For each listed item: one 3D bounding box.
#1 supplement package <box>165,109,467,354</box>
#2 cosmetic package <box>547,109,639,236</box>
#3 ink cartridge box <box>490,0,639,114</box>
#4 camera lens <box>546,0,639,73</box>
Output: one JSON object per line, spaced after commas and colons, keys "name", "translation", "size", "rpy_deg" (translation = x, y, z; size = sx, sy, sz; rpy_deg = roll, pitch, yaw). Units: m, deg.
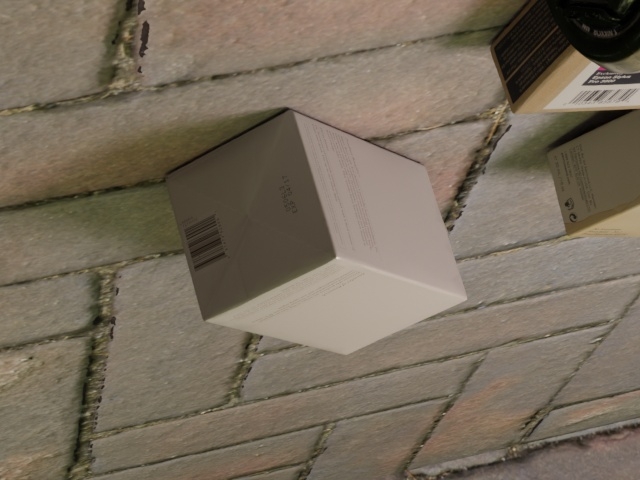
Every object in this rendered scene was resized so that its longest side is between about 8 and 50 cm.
{"name": "supplement package", "translation": [0.000, 0.000, 2.084], "size": [0.175, 0.177, 0.293], "rpy_deg": [-27, 157, 25]}
{"name": "cosmetic package", "translation": [0.429, -0.101, 2.186], "size": [0.160, 0.113, 0.309], "rpy_deg": [-1, 164, -40]}
{"name": "ink cartridge box", "translation": [0.319, -0.210, 1.914], "size": [0.235, 0.088, 0.193], "rpy_deg": [-5, 158, -27]}
{"name": "camera lens", "translation": [0.338, -0.257, 1.615], "size": [0.274, 0.219, 0.219], "rpy_deg": [-7, 158, -25]}
